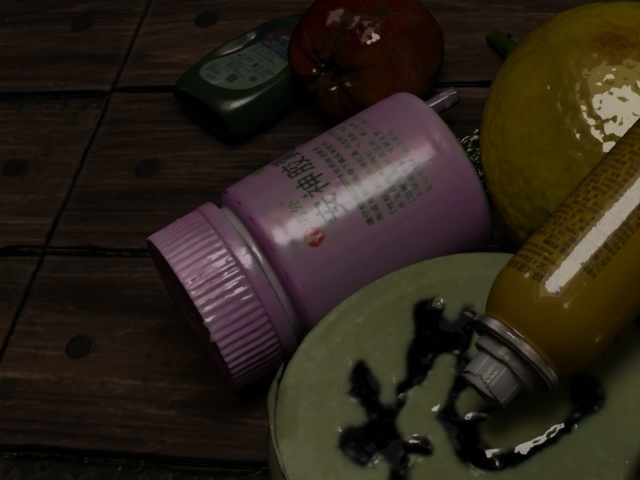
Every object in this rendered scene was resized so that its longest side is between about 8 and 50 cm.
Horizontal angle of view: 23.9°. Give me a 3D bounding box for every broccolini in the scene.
[{"bbox_3d":[0.171,-0.136,1.595,0.123,0.062,0.271,-3,41,8],"label":"broccolini"}]

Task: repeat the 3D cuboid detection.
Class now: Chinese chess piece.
[{"bbox_3d":[0.127,0.166,1.260,0.349,0.146,0.349,-8,46,9],"label":"Chinese chess piece"}]

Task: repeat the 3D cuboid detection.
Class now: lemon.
[{"bbox_3d":[0.268,-0.083,1.369,0.267,0.267,0.267,-8,47,9],"label":"lemon"}]

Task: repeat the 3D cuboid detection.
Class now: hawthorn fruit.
[{"bbox_3d":[0.068,-0.214,1.639,0.163,0.162,0.203,23,41,32],"label":"hawthorn fruit"}]

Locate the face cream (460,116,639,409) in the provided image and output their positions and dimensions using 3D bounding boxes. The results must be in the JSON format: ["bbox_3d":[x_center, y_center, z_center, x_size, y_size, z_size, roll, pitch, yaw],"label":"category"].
[{"bbox_3d":[0.239,-0.008,1.184,0.348,0.105,0.105,-47,51,-9],"label":"face cream"}]

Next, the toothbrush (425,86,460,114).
[{"bbox_3d":[-0.006,-0.061,1.569,0.354,0.024,0.029,-31,56,-4],"label":"toothbrush"}]

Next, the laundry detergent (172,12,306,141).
[{"bbox_3d":[-0.058,-0.204,1.710,0.211,0.063,0.137,-40,44,-20],"label":"laundry detergent"}]

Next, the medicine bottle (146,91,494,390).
[{"bbox_3d":[0.000,0.000,1.426,0.291,0.178,0.178,-29,47,-10],"label":"medicine bottle"}]
